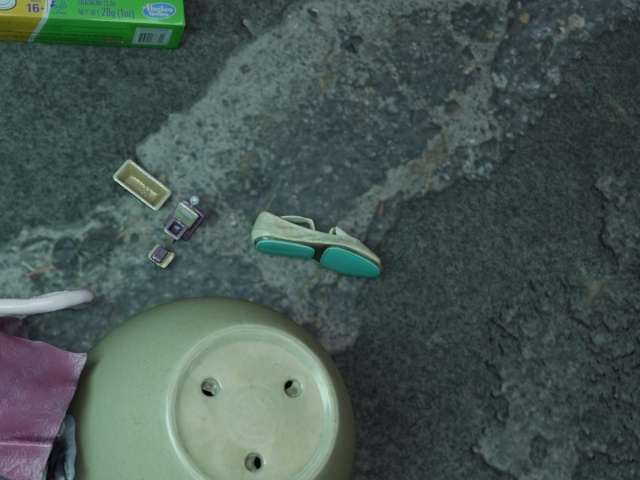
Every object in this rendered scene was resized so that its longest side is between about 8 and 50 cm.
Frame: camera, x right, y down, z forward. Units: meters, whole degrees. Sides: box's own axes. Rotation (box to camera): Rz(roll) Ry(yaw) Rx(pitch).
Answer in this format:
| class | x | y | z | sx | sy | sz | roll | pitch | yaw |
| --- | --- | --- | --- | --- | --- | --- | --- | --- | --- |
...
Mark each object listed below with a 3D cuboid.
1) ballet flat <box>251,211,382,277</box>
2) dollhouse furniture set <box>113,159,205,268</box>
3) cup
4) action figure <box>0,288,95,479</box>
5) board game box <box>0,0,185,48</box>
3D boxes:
| class | x | y | z | sx | sy | sz | roll | pitch | yaw |
| --- | --- | --- | --- | --- | --- | --- | --- | --- | --- |
| ballet flat | 0.000 | 0.000 | 1.291 | 0.168 | 0.057 | 0.052 | 15 | 58 | -14 |
| dollhouse furniture set | -0.193 | -0.042 | 1.223 | 0.114 | 0.081 | 0.091 | 38 | 64 | -3 |
| cup | -0.098 | 0.195 | 1.090 | 0.331 | 0.237 | 0.331 | 6 | 71 | -16 |
| action figure | -0.395 | 0.111 | 0.984 | 0.370 | 0.248 | 0.276 | 24 | 70 | -27 |
| board game box | -0.301 | -0.396 | 1.318 | 0.242 | 0.064 | 0.317 | -1 | 73 | -19 |
